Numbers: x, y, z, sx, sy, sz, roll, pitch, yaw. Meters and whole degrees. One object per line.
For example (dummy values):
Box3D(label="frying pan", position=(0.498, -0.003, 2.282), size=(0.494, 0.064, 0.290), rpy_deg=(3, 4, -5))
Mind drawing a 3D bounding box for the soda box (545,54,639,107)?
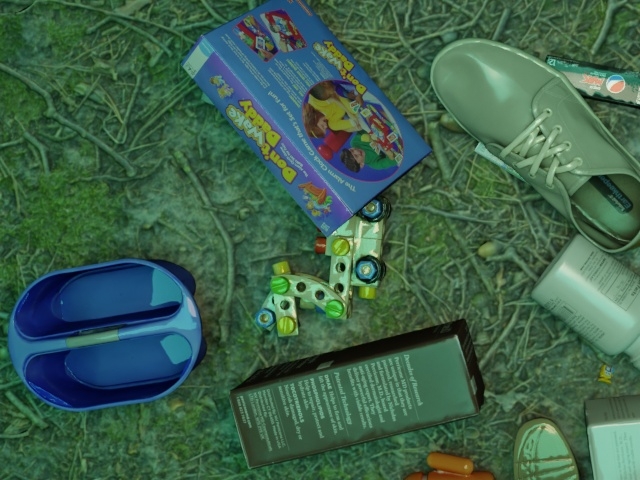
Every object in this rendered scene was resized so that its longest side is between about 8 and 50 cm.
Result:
Box3D(label="soda box", position=(0.435, -0.250, 1.775), size=(0.169, 0.060, 0.053), rpy_deg=(14, 95, 11))

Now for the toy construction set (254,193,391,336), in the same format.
Box3D(label="toy construction set", position=(0.000, 0.000, 1.840), size=(0.215, 0.151, 0.327), rpy_deg=(5, 105, 11))

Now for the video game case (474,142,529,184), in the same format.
Box3D(label="video game case", position=(0.325, -0.151, 1.828), size=(0.122, 0.011, 0.087), rpy_deg=(32, 98, 7))

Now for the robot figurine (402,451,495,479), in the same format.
Box3D(label="robot figurine", position=(0.214, 0.437, 1.830), size=(0.219, 0.128, 0.158), rpy_deg=(-3, 131, 11))

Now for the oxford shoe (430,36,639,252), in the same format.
Box3D(label="oxford shoe", position=(0.354, -0.147, 1.731), size=(0.449, 0.130, 0.169), rpy_deg=(42, 121, 1))

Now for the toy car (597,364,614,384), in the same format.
Box3D(label="toy car", position=(0.512, 0.212, 1.796), size=(0.122, 0.060, 0.040), rpy_deg=(13, 64, 3))

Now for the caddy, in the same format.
Box3D(label="caddy", position=(-0.353, 0.156, 1.893), size=(0.341, 0.179, 0.241), rpy_deg=(-10, 91, 11))

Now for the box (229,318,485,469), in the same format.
Box3D(label="box", position=(0.063, 0.245, 1.813), size=(0.381, 0.191, 0.143), rpy_deg=(-14, 91, 11))

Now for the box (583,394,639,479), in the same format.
Box3D(label="box", position=(0.481, 0.347, 1.744), size=(0.119, 0.181, 0.182), rpy_deg=(-8, 93, 12))

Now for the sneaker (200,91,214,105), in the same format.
Box3D(label="sneaker", position=(-0.046, -0.252, 1.849), size=(0.282, 0.102, 0.161), rpy_deg=(24, 93, 7))

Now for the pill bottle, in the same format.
Box3D(label="pill bottle", position=(0.456, 0.105, 1.759), size=(0.229, 0.131, 0.131), rpy_deg=(38, 100, 6))

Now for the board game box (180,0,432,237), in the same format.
Box3D(label="board game box", position=(-0.017, -0.205, 1.738), size=(0.347, 0.233, 0.078), rpy_deg=(50, 137, 2))

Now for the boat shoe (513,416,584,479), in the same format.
Box3D(label="boat shoe", position=(0.383, 0.417, 1.813), size=(0.103, 0.092, 0.285), rpy_deg=(-19, 93, 16))
